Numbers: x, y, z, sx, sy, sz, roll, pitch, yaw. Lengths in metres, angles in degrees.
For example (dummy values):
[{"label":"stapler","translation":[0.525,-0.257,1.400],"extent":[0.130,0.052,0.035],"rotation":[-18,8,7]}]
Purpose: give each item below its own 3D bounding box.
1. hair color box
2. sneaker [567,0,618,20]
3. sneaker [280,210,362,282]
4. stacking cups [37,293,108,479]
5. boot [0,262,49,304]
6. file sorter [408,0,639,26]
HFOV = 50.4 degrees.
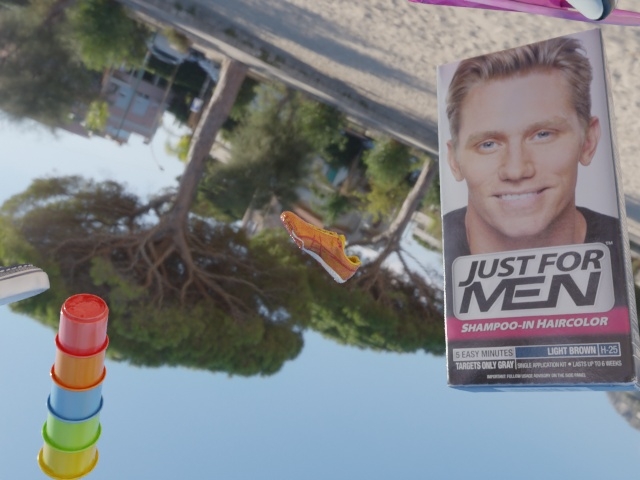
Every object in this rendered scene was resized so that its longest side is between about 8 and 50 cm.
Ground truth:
[{"label":"hair color box","translation":[0.218,-0.023,0.698],"extent":[0.174,0.347,0.105],"rotation":[-8,162,27]},{"label":"sneaker","translation":[0.132,-0.165,0.403],"extent":[0.109,0.044,0.040],"rotation":[37,175,-20]},{"label":"sneaker","translation":[0.000,0.000,1.160],"extent":[0.175,0.067,0.064],"rotation":[41,-174,-30]},{"label":"stacking cups","translation":[-0.366,0.221,1.035],"extent":[0.096,0.316,0.096],"rotation":[14,-153,-7]},{"label":"boot","translation":[-0.330,0.024,0.575],"extent":[0.190,0.086,0.069],"rotation":[-12,177,1]},{"label":"file sorter","translation":[0.224,-0.320,0.527],"extent":[0.202,0.291,0.182],"rotation":[-9,-152,-33]}]
